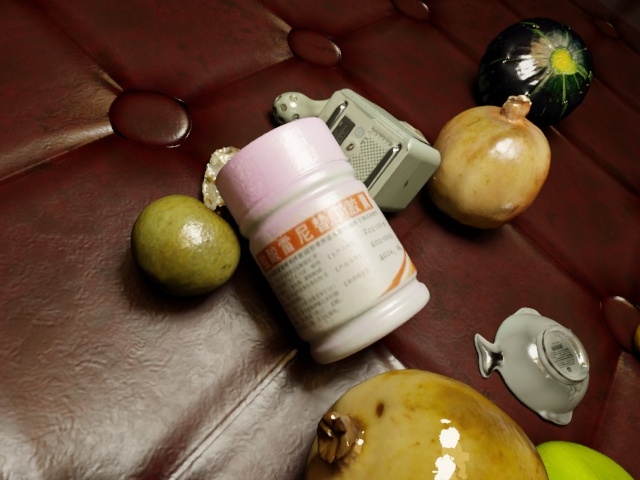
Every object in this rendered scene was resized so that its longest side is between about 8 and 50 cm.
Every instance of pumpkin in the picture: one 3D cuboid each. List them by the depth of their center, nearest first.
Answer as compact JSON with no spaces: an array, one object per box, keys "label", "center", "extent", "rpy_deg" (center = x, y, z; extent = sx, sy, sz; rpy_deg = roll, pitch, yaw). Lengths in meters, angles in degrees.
[{"label":"pumpkin","center":[0.563,-0.443,1.233],"extent":[0.295,0.296,0.296],"rpy_deg":[11,56,-17]}]

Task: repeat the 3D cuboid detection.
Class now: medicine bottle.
[{"label":"medicine bottle","center":[0.000,0.000,0.677],"extent":[0.202,0.202,0.316],"rpy_deg":[-29,84,-34]}]

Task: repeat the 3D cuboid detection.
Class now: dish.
[{"label":"dish","center":[0.415,0.216,0.826],"extent":[0.245,0.078,0.224],"rpy_deg":[10,57,-17]}]

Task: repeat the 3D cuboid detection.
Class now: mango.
[{"label":"mango","center":[0.371,0.372,0.624],"extent":[0.293,0.143,0.175],"rpy_deg":[35,19,-39]}]

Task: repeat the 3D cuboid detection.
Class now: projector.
[{"label":"projector","center":[0.101,-0.157,0.838],"extent":[0.177,0.163,0.242],"rpy_deg":[46,23,20]}]

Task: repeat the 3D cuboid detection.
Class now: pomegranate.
[{"label":"pomegranate","center":[0.126,0.303,0.534],"extent":[0.307,0.307,0.308],"rpy_deg":[11,56,-17]},{"label":"pomegranate","center":[0.349,-0.167,0.923],"extent":[0.228,0.271,0.252],"rpy_deg":[22,46,2]}]

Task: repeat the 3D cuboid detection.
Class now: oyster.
[{"label":"oyster","center":[-0.155,-0.099,0.799],"extent":[0.105,0.056,0.177],"rpy_deg":[8,56,-10]}]

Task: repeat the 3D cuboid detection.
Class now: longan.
[{"label":"longan","center":[-0.191,0.002,0.662],"extent":[0.176,0.145,0.155],"rpy_deg":[-45,111,-34]}]

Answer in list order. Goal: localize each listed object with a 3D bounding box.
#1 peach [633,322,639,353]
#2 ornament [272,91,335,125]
[{"label":"peach","center":[0.736,0.216,0.934],"extent":[0.138,0.138,0.138],"rpy_deg":[11,56,-17]},{"label":"ornament","center":[-0.030,-0.279,0.959],"extent":[0.156,0.081,0.075],"rpy_deg":[-12,102,-30]}]
